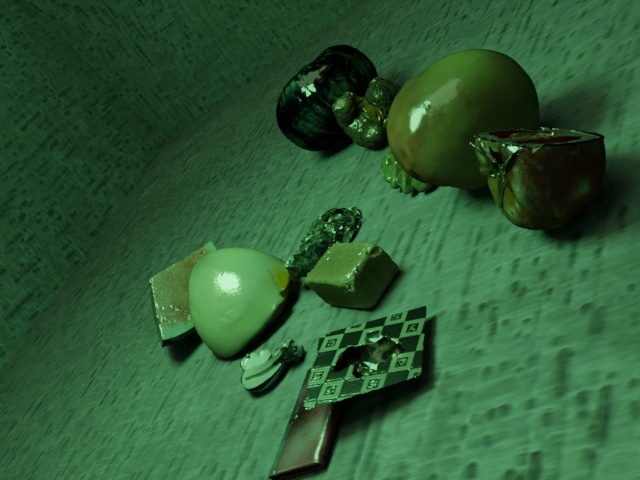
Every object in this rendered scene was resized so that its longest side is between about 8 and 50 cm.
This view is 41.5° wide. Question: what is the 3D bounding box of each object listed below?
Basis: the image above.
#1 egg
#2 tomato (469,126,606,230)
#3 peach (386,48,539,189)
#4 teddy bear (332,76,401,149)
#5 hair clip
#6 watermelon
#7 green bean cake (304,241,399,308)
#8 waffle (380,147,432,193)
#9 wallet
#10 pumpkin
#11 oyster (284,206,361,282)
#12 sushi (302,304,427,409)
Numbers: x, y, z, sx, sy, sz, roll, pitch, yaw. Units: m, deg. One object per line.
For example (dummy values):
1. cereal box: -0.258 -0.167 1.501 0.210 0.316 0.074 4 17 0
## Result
1. egg: -0.200 0.119 1.896 0.264 0.174 0.286 -49 25 -3
2. tomato: 0.342 -0.095 1.331 0.180 0.155 0.214 -10 13 -8
3. peach: 0.261 -0.227 1.596 0.292 0.247 0.292 -18 22 8
4. teddy bear: 0.140 -0.334 2.192 0.190 0.177 0.140 -49 -18 -9
5. hair clip: -0.105 0.244 1.663 0.172 0.049 0.116 -33 19 32
6. watermelon: -0.340 0.139 2.133 0.260 0.176 0.256 -29 22 -26
7. green bean cake: 0.059 0.067 1.645 0.109 0.085 0.179 -50 21 -19
8. waffle: 0.259 -0.223 1.871 0.292 0.056 0.309 -41 22 5
9. wallet: -0.007 0.293 1.421 0.119 0.025 0.232 -26 28 37
10. pumpkin: 0.034 -0.388 2.354 0.315 0.238 0.315 -49 -4 -4
11. oyster: 0.002 0.003 1.909 0.252 0.087 0.199 -37 19 -17
12. sushi: 0.083 0.202 1.390 0.210 0.040 0.193 -20 28 22
